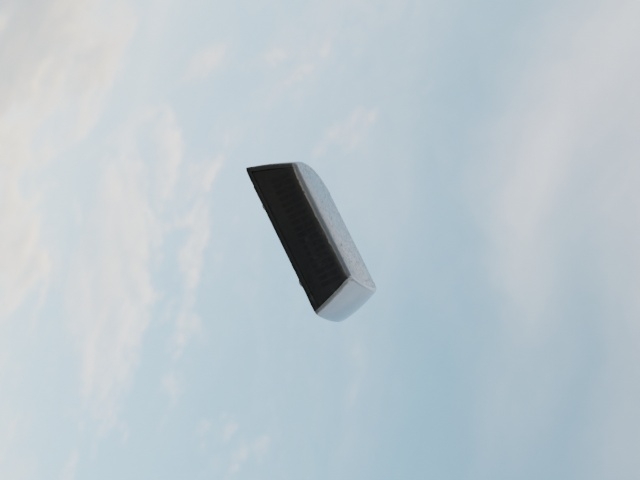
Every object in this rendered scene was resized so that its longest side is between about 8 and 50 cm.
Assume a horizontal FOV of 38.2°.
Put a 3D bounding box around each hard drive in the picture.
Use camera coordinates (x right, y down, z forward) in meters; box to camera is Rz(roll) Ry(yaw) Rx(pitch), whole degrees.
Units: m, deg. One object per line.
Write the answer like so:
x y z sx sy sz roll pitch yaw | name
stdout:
0.000 0.000 0.978 0.054 0.254 0.172 -27 -98 6 | hard drive
